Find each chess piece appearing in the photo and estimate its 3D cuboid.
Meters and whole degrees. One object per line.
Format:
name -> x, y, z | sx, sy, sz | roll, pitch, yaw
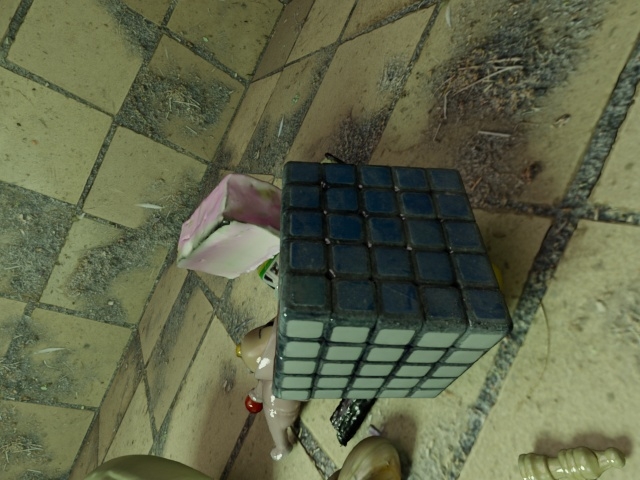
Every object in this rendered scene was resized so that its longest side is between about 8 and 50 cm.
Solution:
chess piece -> 0.246, 0.220, 0.393 | 0.092, 0.035, 0.035 | -37, 40, 34

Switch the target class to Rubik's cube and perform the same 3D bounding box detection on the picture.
Rubik's cube -> 0.062, 0.059, 0.525 | 0.238, 0.237, 0.237 | 98, 173, -51

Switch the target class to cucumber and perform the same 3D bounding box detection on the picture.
cucumber -> 0.068, 0.242, 0.641 | 0.181, 0.053, 0.053 | -60, 30, 4

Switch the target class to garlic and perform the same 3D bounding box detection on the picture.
garlic -> 0.054, 0.353, 0.549 | 0.174, 0.099, 0.124 | -57, 11, 6

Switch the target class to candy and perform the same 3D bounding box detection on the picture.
candy -> -0.179, -0.013, 0.823 | 0.265, 0.156, 0.115 | -33, 50, 45

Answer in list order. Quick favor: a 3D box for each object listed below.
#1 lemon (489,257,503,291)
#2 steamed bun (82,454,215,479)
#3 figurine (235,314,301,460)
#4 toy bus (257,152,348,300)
lemon -> 0.211, 0.056, 0.537 | 0.062, 0.062, 0.083 | -12, 45, 55
steamed bun -> -0.297, 0.638, 0.694 | 0.371, 0.290, 0.455 | -18, 56, 45
figurine -> -0.083, 0.250, 0.761 | 0.176, 0.186, 0.287 | -68, -5, -71
toy bus -> 0.000, 0.000, 0.832 | 0.305, 0.143, 0.179 | -52, 33, 19
